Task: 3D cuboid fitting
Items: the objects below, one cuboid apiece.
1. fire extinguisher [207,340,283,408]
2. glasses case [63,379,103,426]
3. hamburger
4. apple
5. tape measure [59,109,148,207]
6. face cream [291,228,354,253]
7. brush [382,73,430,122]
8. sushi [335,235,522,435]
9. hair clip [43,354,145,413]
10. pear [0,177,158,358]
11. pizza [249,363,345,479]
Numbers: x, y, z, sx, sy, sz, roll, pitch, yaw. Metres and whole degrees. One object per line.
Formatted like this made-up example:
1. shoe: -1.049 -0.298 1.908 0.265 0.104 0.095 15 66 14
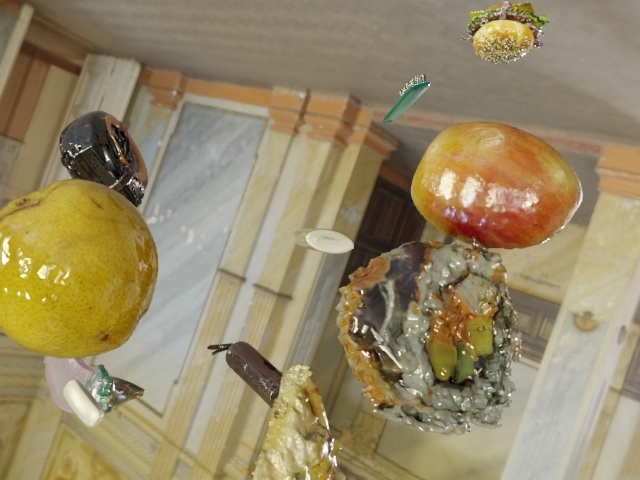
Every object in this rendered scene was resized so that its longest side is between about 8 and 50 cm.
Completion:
1. fire extinguisher: -0.158 0.290 1.440 0.089 0.072 0.268 -13 -154 -33
2. glasses case: -0.349 0.239 0.944 0.083 0.032 0.021 38 -175 27
3. hamburger: 0.432 -0.477 1.490 0.190 0.093 0.164 -10 158 42
4. apple: 0.365 -0.113 1.341 0.346 0.253 0.179 19 -171 18
5. tape measure: -0.459 -0.168 1.368 0.202 0.135 0.222 60 -173 -31
6. face cream: 0.000 0.000 1.888 0.140 0.067 0.285 12 178 -11
7. brush: 0.174 -0.296 1.344 0.043 0.032 0.193 -9 170 -19
8. sushi: 0.234 0.189 1.284 0.418 0.417 0.176 20 163 -23
9. hair clip: -0.454 0.259 1.205 0.359 0.110 0.096 5 -150 44
10. pear: -0.287 0.037 0.742 0.209 0.208 0.209 19 179 0
11. pizza: -0.017 0.355 0.943 0.090 0.323 0.223 -3 -160 19
